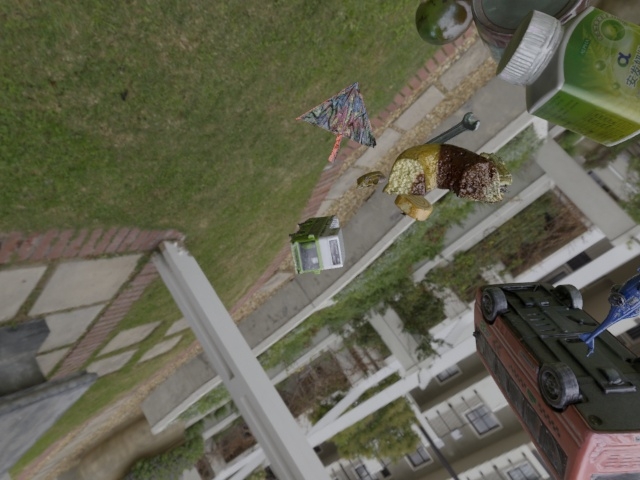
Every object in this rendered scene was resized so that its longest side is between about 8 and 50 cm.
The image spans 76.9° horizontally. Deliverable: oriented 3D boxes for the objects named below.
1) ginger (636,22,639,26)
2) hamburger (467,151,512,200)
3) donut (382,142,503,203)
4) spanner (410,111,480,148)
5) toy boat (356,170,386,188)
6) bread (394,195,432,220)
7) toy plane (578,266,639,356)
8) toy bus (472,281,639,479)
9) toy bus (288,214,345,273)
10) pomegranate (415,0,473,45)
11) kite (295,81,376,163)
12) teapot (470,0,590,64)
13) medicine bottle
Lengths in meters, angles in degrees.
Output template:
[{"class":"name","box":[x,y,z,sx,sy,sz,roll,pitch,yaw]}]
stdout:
[{"class":"ginger","box":[0.561,-0.333,0.711,0.162,0.074,0.103,-28,138,-39]},{"class":"hamburger","box":[0.564,-0.212,1.434,0.206,0.183,0.129,-11,145,-14]},{"class":"donut","box":[0.320,-0.188,1.040,0.151,0.296,0.112,-65,157,-44]},{"class":"spanner","box":[0.407,-0.341,1.363,0.018,0.071,0.302,-17,174,-33]},{"class":"toy boat","box":[0.188,-0.225,1.512,0.149,0.048,0.047,-23,161,-35]},{"class":"bread","box":[0.378,-0.141,1.638,0.122,0.149,0.073,-17,142,-42]},{"class":"toy plane","box":[0.454,0.110,0.609,0.054,0.062,0.167,-17,142,-49]},{"class":"toy bus","box":[0.472,0.259,0.805,0.204,0.232,0.426,-3,-156,-2]},{"class":"toy bus","box":[0.000,0.000,1.161,0.140,0.113,0.301,-7,-166,9]},{"class":"pomegranate","box":[0.346,-0.677,1.171,0.180,0.210,0.179,-46,-158,24]},{"class":"kite","box":[0.047,-0.264,0.896,0.233,0.009,0.188,14,95,-37]},{"class":"teapot","box":[0.533,-0.492,0.961,0.233,0.314,0.312,-39,156,21]},{"class":"medicine bottle","box":[0.344,-0.226,0.538,0.088,0.189,0.131,92,22,-84]}]
